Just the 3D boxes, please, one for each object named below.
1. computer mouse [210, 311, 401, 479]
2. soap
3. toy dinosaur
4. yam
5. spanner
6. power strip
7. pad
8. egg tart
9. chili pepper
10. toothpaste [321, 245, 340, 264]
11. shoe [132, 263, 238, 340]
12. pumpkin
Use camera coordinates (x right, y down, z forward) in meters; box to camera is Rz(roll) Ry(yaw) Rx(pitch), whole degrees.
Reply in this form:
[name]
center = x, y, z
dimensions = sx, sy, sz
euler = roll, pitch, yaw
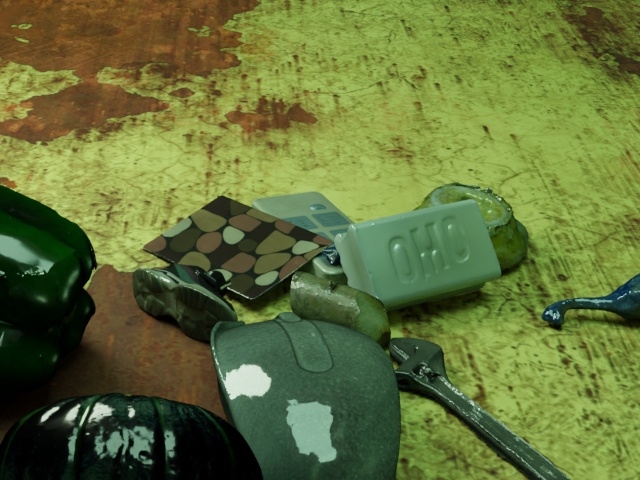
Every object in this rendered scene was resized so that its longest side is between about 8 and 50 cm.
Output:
[computer mouse]
center = -0.015, 0.161, 1.371
dimensions = 0.203, 0.114, 0.374
euler = -4, 28, -13
[soap]
center = 0.130, 0.022, 1.643
dimensions = 0.198, 0.066, 0.119
euler = -13, 76, -27
[toy dinosaur]
center = 0.422, 0.058, 1.682
dimensions = 0.188, 0.075, 0.248
euler = 8, 33, 22
[yam]
center = 0.025, 0.087, 1.563
dimensions = 0.146, 0.070, 0.069
euler = 18, 31, 26
[spanner]
center = 0.177, 0.200, 1.424
dimensions = 0.093, 0.026, 0.325
euler = -14, 35, -32
[power strip]
center = 0.000, 0.000, 1.750
dimensions = 0.118, 0.046, 0.270
euler = -11, 31, -26
[pad]
center = -0.117, 0.006, 1.707
dimensions = 0.235, 0.003, 0.158
euler = 23, 47, 39
[egg tart]
center = 0.217, -0.022, 1.789
dimensions = 0.197, 0.078, 0.197
euler = 6, 31, -3
[chili pepper]
center = -0.390, 0.051, 1.414
dimensions = 0.256, 0.233, 0.248
euler = 15, 33, 7
[toothpaste]
center = 0.036, 0.013, 1.662
dimensions = 0.083, 0.019, 0.027
euler = -20, 62, -40
[shoe]
center = -0.156, 0.068, 1.579
dimensions = 0.169, 0.071, 0.099
euler = 20, 29, 34
[pumpkin]
center = -0.171, 0.259, 1.094
dimensions = 0.248, 0.248, 0.248
euler = 3, 28, -2
